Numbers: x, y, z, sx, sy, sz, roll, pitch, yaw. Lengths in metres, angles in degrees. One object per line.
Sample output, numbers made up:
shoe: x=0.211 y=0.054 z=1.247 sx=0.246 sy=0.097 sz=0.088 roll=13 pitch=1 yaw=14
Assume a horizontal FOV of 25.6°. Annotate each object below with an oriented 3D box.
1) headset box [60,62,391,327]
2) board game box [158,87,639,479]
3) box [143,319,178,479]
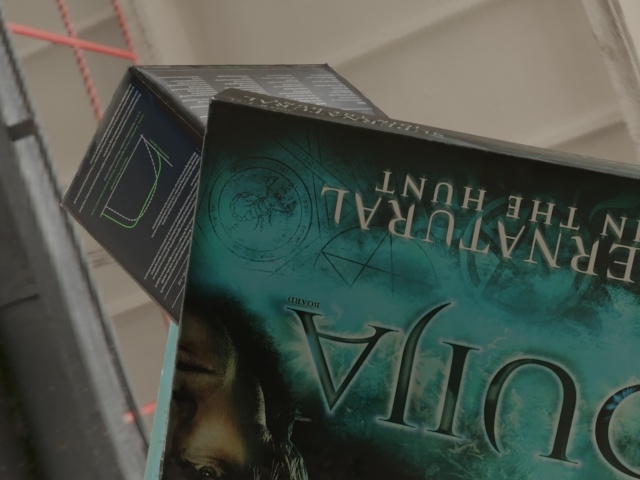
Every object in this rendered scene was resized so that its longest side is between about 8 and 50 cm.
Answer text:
headset box: x=0.000 y=0.000 z=1.048 sx=0.283 sy=0.246 sz=0.131 roll=43 pitch=-61 yaw=23
board game box: x=0.051 y=0.035 z=0.400 sx=0.186 sy=0.026 sz=0.126 roll=11 pitch=-75 yaw=9
box: x=-0.075 y=0.125 z=1.151 sx=0.060 sy=0.101 sz=0.244 roll=-18 pitch=-121 yaw=51
